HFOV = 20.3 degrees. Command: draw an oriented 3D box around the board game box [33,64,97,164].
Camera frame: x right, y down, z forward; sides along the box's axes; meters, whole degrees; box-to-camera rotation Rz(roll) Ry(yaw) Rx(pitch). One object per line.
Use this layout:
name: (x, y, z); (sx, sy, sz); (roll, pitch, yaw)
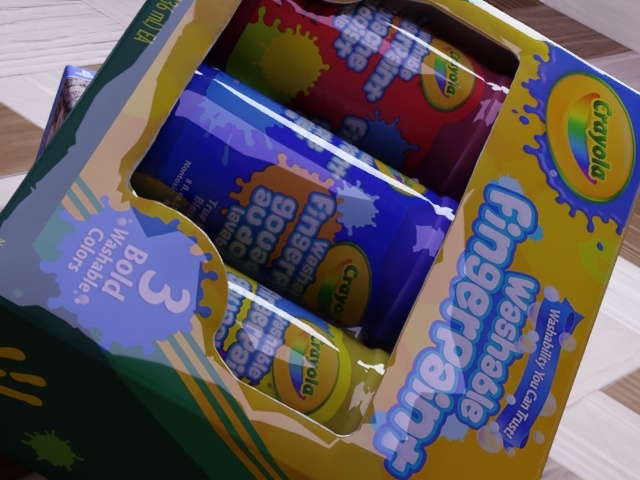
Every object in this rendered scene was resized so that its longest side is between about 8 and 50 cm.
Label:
board game box: (-0.110, 0.002, 1.445); (0.232, 0.141, 0.291); (14, 24, -18)

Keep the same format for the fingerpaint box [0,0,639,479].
fingerpaint box: (0.000, 0.000, 1.222); (0.371, 0.163, 0.445); (31, 50, -3)
